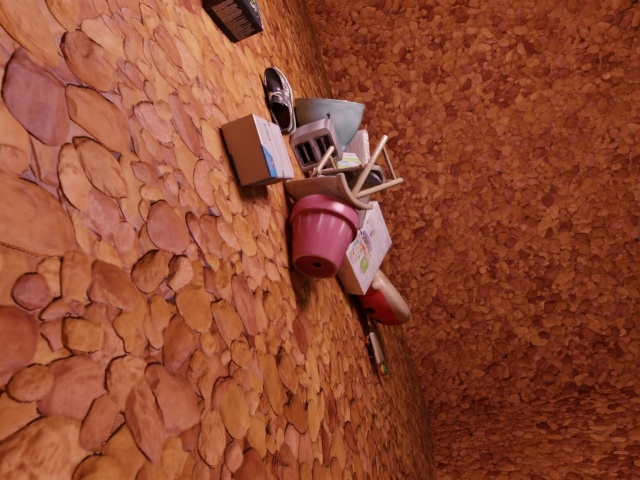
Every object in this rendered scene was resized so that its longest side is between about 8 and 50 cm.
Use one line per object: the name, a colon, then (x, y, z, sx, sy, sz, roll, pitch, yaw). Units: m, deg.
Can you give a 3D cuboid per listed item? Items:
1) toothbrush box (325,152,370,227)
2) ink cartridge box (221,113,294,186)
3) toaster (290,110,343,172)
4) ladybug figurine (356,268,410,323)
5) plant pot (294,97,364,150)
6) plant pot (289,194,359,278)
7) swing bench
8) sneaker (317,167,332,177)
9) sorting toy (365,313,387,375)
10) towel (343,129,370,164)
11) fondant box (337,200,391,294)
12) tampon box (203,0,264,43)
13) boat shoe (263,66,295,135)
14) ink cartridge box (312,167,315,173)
toothbrush box: (0.099, -0.208, 1.653, 0.283, 0.122, 0.206, -111, -154, -54)
ink cartridge box: (-0.146, -0.213, 1.010, 0.203, 0.086, 0.148, -34, 108, -77)
toaster: (-0.015, -0.365, 1.563, 0.110, 0.168, 0.185, -86, 156, -55)
ladybug figurine: (0.278, 0.269, 1.909, 0.305, 0.162, 0.449, 54, 3, 29)
plant pot: (0.030, -0.480, 1.731, 0.293, 0.293, 0.196, -55, 151, -74)
plant pot: (0.000, 0.000, 1.165, 0.201, 0.201, 0.180, 59, 36, -48)
swing bench: (0.070, -0.183, 1.280, 0.255, 0.253, 0.165, -43, 120, -31)
sneaker: (0.050, -0.173, 1.484, 0.071, 0.083, 0.190, -82, 154, -64)
sorting toy: (0.233, 0.467, 1.824, 0.132, 0.046, 0.274, 30, 45, -71)
towel: (0.140, -0.339, 1.831, 0.049, 0.187, 0.282, -3, 89, -54)
fondant box: (0.173, 0.027, 1.719, 0.330, 0.096, 0.238, -56, 134, -38)
tampon box: (-0.242, -0.647, 1.118, 0.161, 0.101, 0.120, 20, 54, -74)
boat shoe: (-0.138, -0.470, 1.373, 0.079, 0.084, 0.233, -32, 108, -77)
ink cartridge box: (-0.019, -0.153, 1.509, 0.115, 0.067, 0.198, -82, 154, -61)
